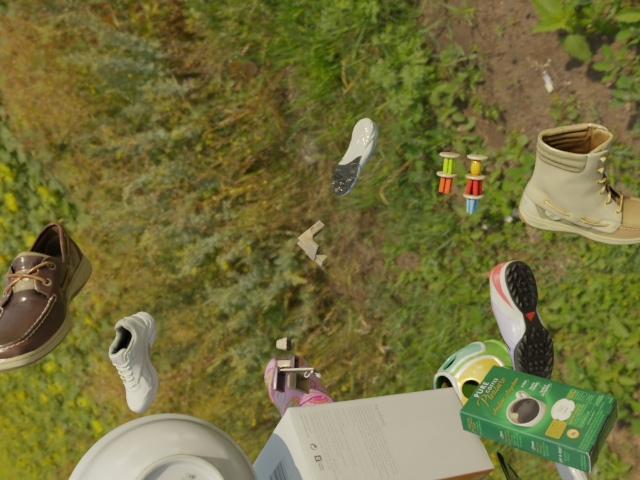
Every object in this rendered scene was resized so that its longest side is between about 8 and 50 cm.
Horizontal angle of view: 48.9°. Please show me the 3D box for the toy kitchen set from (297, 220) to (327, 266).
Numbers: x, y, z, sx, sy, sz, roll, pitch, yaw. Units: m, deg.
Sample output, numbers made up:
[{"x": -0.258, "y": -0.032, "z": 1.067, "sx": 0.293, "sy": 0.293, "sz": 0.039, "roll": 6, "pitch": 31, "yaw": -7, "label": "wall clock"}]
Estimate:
[{"x": 0.000, "y": 0.000, "z": 1.682, "sx": 0.083, "sy": 0.075, "sz": 0.068, "roll": 44, "pitch": 157, "yaw": 14, "label": "toy kitchen set"}]

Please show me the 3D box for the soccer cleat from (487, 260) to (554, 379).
[{"x": 0.480, "y": 0.209, "z": 1.711, "sx": 0.116, "sy": 0.108, "sz": 0.318, "roll": 156, "pitch": 103, "yaw": -70, "label": "soccer cleat"}]

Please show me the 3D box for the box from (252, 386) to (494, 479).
[{"x": 0.086, "y": 0.399, "z": 1.234, "sx": 0.215, "sy": 0.345, "sz": 0.168, "roll": -63, "pitch": 39, "yaw": 40, "label": "box"}]

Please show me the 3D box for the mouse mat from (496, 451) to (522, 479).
[{"x": 0.375, "y": 0.480, "z": 1.273, "sx": 0.190, "sy": 0.007, "sz": 0.153, "roll": 51, "pitch": -164, "yaw": -40, "label": "mouse mat"}]

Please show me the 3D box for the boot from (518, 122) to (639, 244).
[{"x": 0.491, "y": -0.099, "z": 1.222, "sx": 0.261, "sy": 0.095, "sz": 0.203, "roll": 10, "pitch": 139, "yaw": 12, "label": "boot"}]

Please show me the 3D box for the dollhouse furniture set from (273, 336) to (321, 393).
[{"x": -0.021, "y": 0.227, "z": 1.246, "sx": 0.081, "sy": 0.091, "sz": 0.114, "roll": -6, "pitch": 158, "yaw": 21, "label": "dollhouse furniture set"}]

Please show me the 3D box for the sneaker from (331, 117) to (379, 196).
[{"x": 0.106, "y": -0.229, "z": 2.004, "sx": 0.085, "sy": 0.237, "sz": 0.086, "roll": 23, "pitch": 177, "yaw": 38, "label": "sneaker"}]

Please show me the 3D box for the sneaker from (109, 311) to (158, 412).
[{"x": -0.443, "y": 0.284, "z": 1.625, "sx": 0.090, "sy": 0.115, "sz": 0.232, "roll": -8, "pitch": 85, "yaw": 28, "label": "sneaker"}]

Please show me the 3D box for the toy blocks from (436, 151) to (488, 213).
[{"x": 0.354, "y": -0.144, "z": 1.781, "sx": 0.123, "sy": 0.054, "sz": 0.148, "roll": 5, "pitch": 106, "yaw": 7, "label": "toy blocks"}]

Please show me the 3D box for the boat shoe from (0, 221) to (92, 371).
[{"x": -0.462, "y": 0.075, "z": 1.132, "sx": 0.342, "sy": 0.123, "sz": 0.123, "roll": -89, "pitch": -12, "yaw": -63, "label": "boat shoe"}]

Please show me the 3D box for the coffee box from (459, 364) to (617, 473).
[{"x": 0.299, "y": 0.240, "z": 0.971, "sx": 0.184, "sy": 0.113, "sz": 0.040, "roll": 9, "pitch": 127, "yaw": 38, "label": "coffee box"}]

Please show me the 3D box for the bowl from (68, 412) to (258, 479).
[{"x": -0.205, "y": 0.379, "z": 0.979, "sx": 0.298, "sy": 0.298, "sz": 0.134, "roll": 54, "pitch": 149, "yaw": 6, "label": "bowl"}]

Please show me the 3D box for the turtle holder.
[{"x": 0.457, "y": 0.408, "z": 1.931, "sx": 0.320, "sy": 0.227, "sz": 0.243, "roll": -149, "pitch": 54, "yaw": -67, "label": "turtle holder"}]

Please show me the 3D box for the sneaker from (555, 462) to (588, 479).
[{"x": 0.559, "y": 0.459, "z": 1.552, "sx": 0.212, "sy": 0.094, "sz": 0.080, "roll": -104, "pitch": 9, "yaw": -47, "label": "sneaker"}]

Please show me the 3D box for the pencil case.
[{"x": -0.044, "y": 0.351, "z": 1.581, "sx": 0.124, "sy": 0.124, "sz": 0.284, "roll": 68, "pitch": 169, "yaw": -17, "label": "pencil case"}]
